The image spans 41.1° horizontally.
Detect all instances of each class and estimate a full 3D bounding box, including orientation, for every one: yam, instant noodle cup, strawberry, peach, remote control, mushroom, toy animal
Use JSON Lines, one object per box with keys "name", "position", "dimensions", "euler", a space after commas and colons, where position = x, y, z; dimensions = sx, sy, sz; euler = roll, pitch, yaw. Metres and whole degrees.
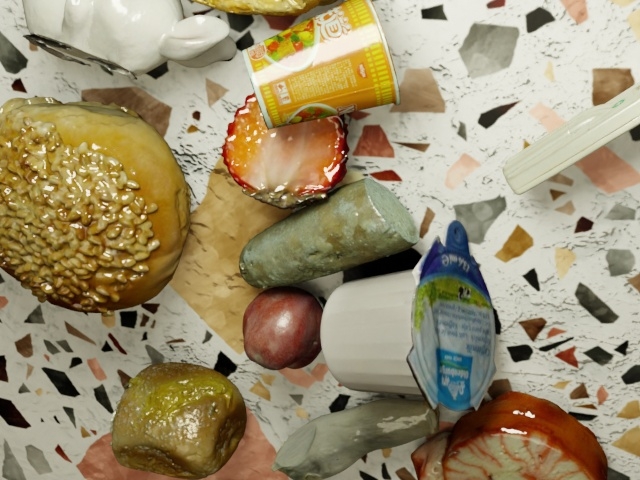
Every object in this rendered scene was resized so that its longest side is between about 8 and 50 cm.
{"name": "yam", "position": [0.000, 0.000, 1.366], "dimensions": [0.330, 0.133, 0.133], "euler": [-23, 108, 35]}
{"name": "instant noodle cup", "position": [-0.004, -0.235, 1.165], "dimensions": [0.185, 0.168, 0.168], "euler": [-19, 112, 0]}
{"name": "strawberry", "position": [-0.044, -0.168, 1.298], "dimensions": [0.190, 0.111, 0.236], "euler": [15, 99, -5]}
{"name": "peach", "position": [-0.056, 0.150, 1.464], "dimensions": [0.152, 0.152, 0.152], "euler": [10, 121, 16]}
{"name": "remote control", "position": [0.352, -0.143, 1.162], "dimensions": [0.230, 0.090, 0.049], "euler": [-34, 98, 34]}
{"name": "mushroom", "position": [0.062, 0.358, 1.559], "dimensions": [0.351, 0.097, 0.109], "euler": [-28, 106, 29]}
{"name": "toy animal", "position": [-0.291, -0.317, 1.252], "dimensions": [0.325, 0.208, 0.154], "euler": [21, 93, -2]}

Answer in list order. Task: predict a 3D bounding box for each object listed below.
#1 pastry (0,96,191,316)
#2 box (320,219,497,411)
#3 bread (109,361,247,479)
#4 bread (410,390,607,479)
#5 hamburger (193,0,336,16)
{"name": "pastry", "position": [-0.412, -0.051, 1.419], "dimensions": [0.410, 0.245, 0.409], "euler": [9, 119, 17]}
{"name": "box", "position": [0.125, 0.121, 1.338], "dimensions": [0.206, 0.262, 0.291], "euler": [-9, 77, 37]}
{"name": "bread", "position": [-0.283, 0.331, 1.617], "dimensions": [0.247, 0.195, 0.176], "euler": [4, 123, 19]}
{"name": "bread", "position": [0.335, 0.419, 1.474], "dimensions": [0.295, 0.114, 0.327], "euler": [41, 123, -4]}
{"name": "hamburger", "position": [-0.081, -0.444, 1.117], "dimensions": [0.319, 0.158, 0.318], "euler": [10, 122, 16]}
